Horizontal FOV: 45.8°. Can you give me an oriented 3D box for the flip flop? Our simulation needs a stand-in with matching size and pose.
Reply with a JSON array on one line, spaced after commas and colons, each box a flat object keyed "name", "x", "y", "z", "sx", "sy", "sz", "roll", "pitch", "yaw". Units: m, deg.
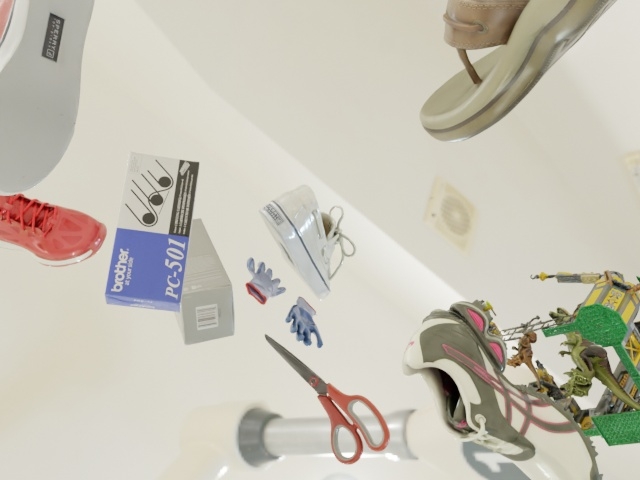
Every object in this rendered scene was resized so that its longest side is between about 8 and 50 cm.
[{"name": "flip flop", "x": 0.117, "y": -0.139, "z": 0.429, "sx": 0.080, "sy": 0.277, "sz": 0.112, "roll": 44, "pitch": -103, "yaw": 2}]

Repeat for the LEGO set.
[{"name": "LEGO set", "x": 0.357, "y": 0.146, "z": 1.045, "sx": 0.255, "sy": 0.331, "sz": 0.192, "roll": 51, "pitch": -132, "yaw": -2}]

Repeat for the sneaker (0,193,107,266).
[{"name": "sneaker", "x": -0.412, "y": -0.032, "z": 1.040, "sx": 0.128, "sy": 0.221, "sz": 0.087, "roll": 57, "pitch": -138, "yaw": -57}]

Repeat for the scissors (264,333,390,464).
[{"name": "scissors", "x": 0.010, "y": 0.250, "z": 1.313, "sx": 0.297, "sy": 0.109, "sz": 0.021, "roll": 55, "pitch": -164, "yaw": 28}]

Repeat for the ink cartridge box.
[{"name": "ink cartridge box", "x": -0.222, "y": -0.013, "z": 1.013, "sx": 0.097, "sy": 0.046, "sz": 0.207, "roll": 8, "pitch": -113, "yaw": -9}]

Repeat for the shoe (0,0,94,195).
[{"name": "shoe", "x": -0.207, "y": -0.113, "z": 0.511, "sx": 0.063, "sy": 0.081, "sz": 0.177, "roll": 24, "pitch": -110, "yaw": -47}]

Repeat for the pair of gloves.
[{"name": "pair of gloves", "x": -0.066, "y": 0.113, "z": 1.355, "sx": 0.198, "sy": 0.023, "sz": 0.159, "roll": 46, "pitch": -166, "yaw": -8}]

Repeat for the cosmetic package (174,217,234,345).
[{"name": "cosmetic package", "x": -0.241, "y": 0.072, "z": 1.435, "sx": 0.238, "sy": 0.107, "sz": 0.127, "roll": -119, "pitch": 24, "yaw": -50}]

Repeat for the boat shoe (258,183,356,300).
[{"name": "boat shoe", "x": -0.005, "y": -0.006, "z": 1.581, "sx": 0.136, "sy": 0.156, "sz": 0.367, "roll": 48, "pitch": 171, "yaw": 33}]

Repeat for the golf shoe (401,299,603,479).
[{"name": "golf shoe", "x": 0.195, "y": 0.200, "z": 0.847, "sx": 0.273, "sy": 0.105, "sz": 0.120, "roll": 50, "pitch": -130, "yaw": 5}]
